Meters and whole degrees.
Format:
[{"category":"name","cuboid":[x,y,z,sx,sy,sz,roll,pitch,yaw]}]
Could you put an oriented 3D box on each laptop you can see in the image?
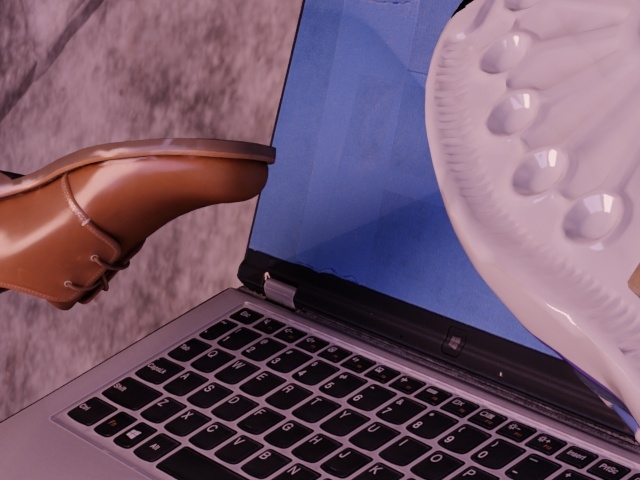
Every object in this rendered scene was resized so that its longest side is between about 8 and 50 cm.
[{"category":"laptop","cuboid":[0.000,0.000,0.851,0.382,0.408,0.236,19,132,51]}]

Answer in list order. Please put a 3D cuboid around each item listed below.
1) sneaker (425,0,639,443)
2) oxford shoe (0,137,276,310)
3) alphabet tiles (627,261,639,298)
[{"category":"sneaker","cuboid":[0.165,0.051,0.645,0.130,0.236,0.323,-35,40,7]},{"category":"oxford shoe","cuboid":[-0.109,-0.007,0.910,0.212,0.076,0.076,-14,78,32]},{"category":"alphabet tiles","cuboid":[0.238,-0.005,0.420,0.342,0.011,0.285,26,79,50]}]
